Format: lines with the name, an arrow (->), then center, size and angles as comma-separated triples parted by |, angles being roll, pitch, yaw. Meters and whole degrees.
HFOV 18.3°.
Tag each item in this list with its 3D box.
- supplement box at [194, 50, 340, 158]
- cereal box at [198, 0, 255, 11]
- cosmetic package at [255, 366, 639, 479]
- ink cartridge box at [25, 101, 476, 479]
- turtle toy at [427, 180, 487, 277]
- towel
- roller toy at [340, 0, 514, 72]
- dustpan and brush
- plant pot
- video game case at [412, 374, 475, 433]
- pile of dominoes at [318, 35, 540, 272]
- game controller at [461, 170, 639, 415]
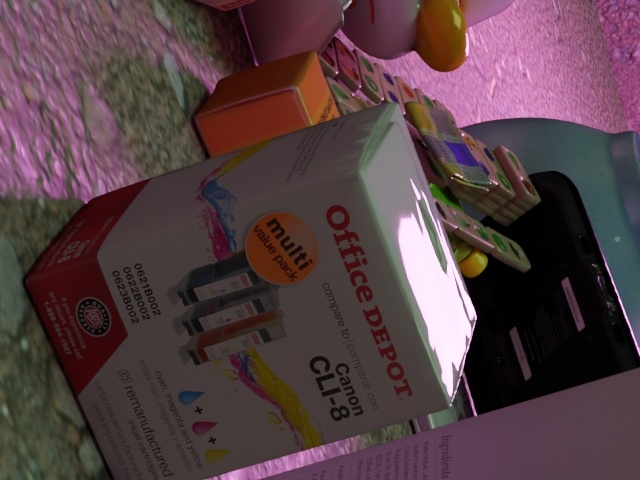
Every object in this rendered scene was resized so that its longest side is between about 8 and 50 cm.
supplement box -> 0.000, 0.000, 1.307 | 0.078, 0.080, 0.233 | -68, 140, -64
cereal box -> -0.106, -0.246, 1.267 | 0.240, 0.047, 0.173 | 8, 65, -74
cosmetic package -> 0.145, 0.192, 1.047 | 0.155, 0.365, 0.197 | -85, 152, -55
ink cartridge box -> -0.027, 0.028, 0.984 | 0.127, 0.176, 0.128 | -64, 134, -69
turtle toy -> 0.087, -0.011, 1.641 | 0.095, 0.066, 0.130 | 46, 20, -14
towel -> 0.102, -0.077, 1.594 | 0.060, 0.009, 0.083 | 14, 40, -49
roller toy -> 0.061, -0.247, 1.596 | 0.191, 0.146, 0.209 | 34, -33, 64
dustpan and brush -> -0.025, -0.219, 1.404 | 0.211, 0.060, 0.147 | 66, -28, 13
plant pot -> 0.240, 0.003, 1.925 | 0.293, 0.196, 0.293 | -18, 90, -75
video game case -> 0.103, 0.150, 1.608 | 0.157, 0.019, 0.143 | -3, 76, -75
pile of dominoes -> 0.088, -0.086, 1.616 | 0.251, 0.040, 0.196 | 27, 31, -50
game controller -> 0.188, 0.090, 1.668 | 0.067, 0.166, 0.319 | 26, 36, -38
